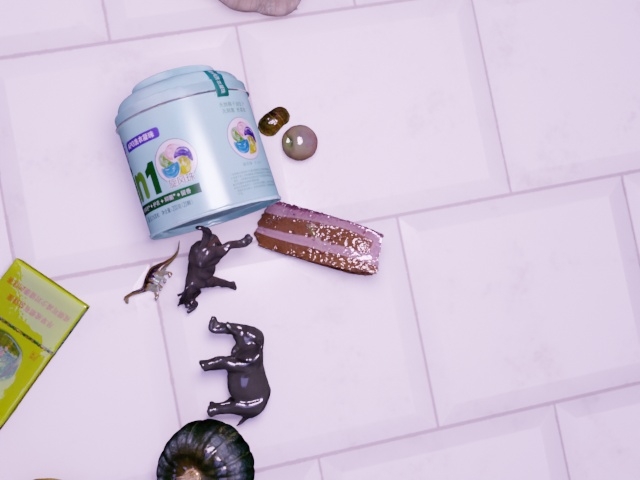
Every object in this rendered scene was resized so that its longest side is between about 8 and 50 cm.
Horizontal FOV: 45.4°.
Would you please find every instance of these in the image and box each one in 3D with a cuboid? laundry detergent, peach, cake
[{"bbox_3d":[-0.260,-0.187,1.588,0.287,0.287,0.305,-18,89,-9],"label":"laundry detergent"},{"bbox_3d":[-0.045,-0.220,1.724,0.083,0.083,0.083,1,86,-8],"label":"peach"},{"bbox_3d":[0.000,0.000,1.722,0.295,0.113,0.116,18,82,7],"label":"cake"}]

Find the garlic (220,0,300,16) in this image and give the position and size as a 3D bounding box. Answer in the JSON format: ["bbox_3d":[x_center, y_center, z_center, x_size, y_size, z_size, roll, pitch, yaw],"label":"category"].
[{"bbox_3d":[-0.145,-0.645,1.677,0.321,0.241,0.322,1,98,10],"label":"garlic"}]

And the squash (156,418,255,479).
[{"bbox_3d":[-0.240,0.485,1.600,0.218,0.172,0.218,1,84,-7],"label":"squash"}]

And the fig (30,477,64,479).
[{"bbox_3d":[-0.524,0.555,1.589,0.257,0.159,0.159,-13,88,-26],"label":"fig"}]

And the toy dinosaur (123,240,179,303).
[{"bbox_3d":[-0.354,0.082,1.681,0.058,0.037,0.180,43,83,-8],"label":"toy dinosaur"}]

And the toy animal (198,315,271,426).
[{"bbox_3d":[-0.185,0.277,1.664,0.146,0.114,0.245,-9,109,-2],"label":"toy animal"}]

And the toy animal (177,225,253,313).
[{"bbox_3d":[-0.239,0.058,1.637,0.084,0.233,0.148,37,39,20],"label":"toy animal"}]

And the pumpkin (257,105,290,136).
[{"bbox_3d":[-0.105,-0.275,1.745,0.050,0.028,0.083,44,78,-1],"label":"pumpkin"}]

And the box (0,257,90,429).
[{"bbox_3d":[-0.667,0.226,1.625,0.187,0.047,0.335,35,82,-4],"label":"box"}]
